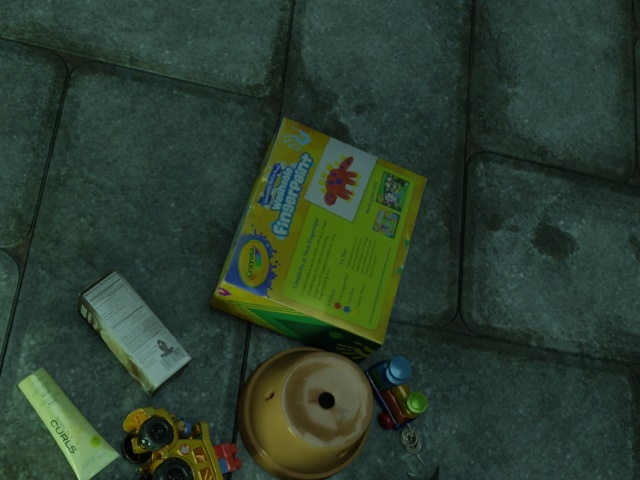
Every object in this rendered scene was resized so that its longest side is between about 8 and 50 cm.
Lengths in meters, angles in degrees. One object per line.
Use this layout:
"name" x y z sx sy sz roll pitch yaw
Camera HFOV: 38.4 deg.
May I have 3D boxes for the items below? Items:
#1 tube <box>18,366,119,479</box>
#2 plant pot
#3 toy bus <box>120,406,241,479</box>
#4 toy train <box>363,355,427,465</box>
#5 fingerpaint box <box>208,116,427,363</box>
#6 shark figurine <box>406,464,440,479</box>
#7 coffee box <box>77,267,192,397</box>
"tube" -0.512 0.366 1.849 0.070 0.062 0.240 -37 89 16
"plant pot" -0.014 0.350 1.925 0.291 0.203 0.290 6 68 -15
"toy bus" -0.274 0.433 1.858 0.211 0.149 0.220 -11 71 -34
"toy train" 0.196 0.372 2.013 0.105 0.143 0.248 -26 80 -23
"fingerpaint box" 0.000 0.000 2.068 0.371 0.163 0.444 22 61 -9
"shark figurine" 0.179 0.615 1.940 0.278 0.116 0.166 -34 84 -23
"coffee box" -0.388 0.193 1.902 0.098 0.141 0.246 -39 84 -25
